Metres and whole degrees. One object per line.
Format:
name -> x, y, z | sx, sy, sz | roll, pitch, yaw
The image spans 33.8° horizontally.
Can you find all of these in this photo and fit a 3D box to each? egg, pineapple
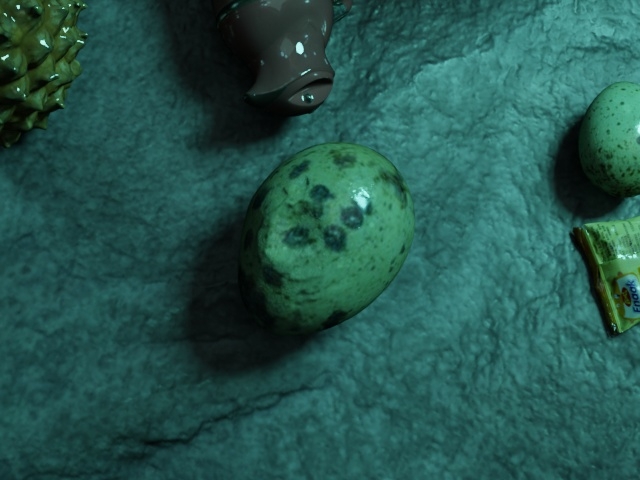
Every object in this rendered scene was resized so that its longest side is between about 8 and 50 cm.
egg -> 0.000, 0.000, 0.907 | 0.141, 0.141, 0.181 | 36, 90, 2
pineapple -> -0.302, -0.195, 0.804 | 0.223, 0.357, 0.222 | 1, 84, -5
egg -> 0.281, -0.094, 0.973 | 0.085, 0.085, 0.110 | -3, 73, -5

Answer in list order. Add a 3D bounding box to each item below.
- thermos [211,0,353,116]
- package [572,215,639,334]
thermos -> -0.053, -0.270, 0.974 | 0.110, 0.136, 0.330 | -17, 81, 21
package -> 0.310, 0.020, 0.985 | 0.121, 0.031, 0.108 | -17, 82, -2
